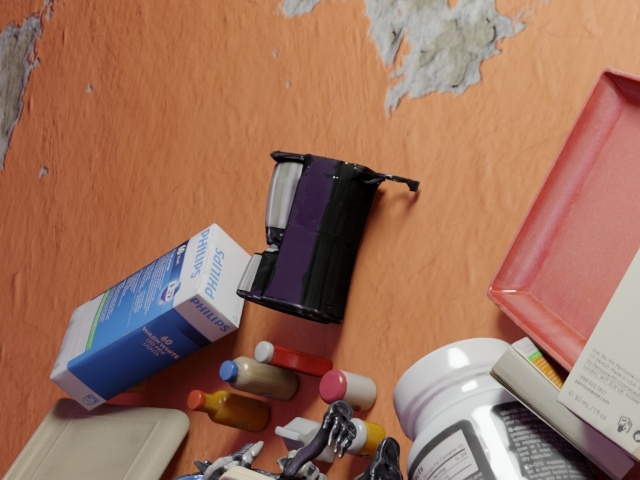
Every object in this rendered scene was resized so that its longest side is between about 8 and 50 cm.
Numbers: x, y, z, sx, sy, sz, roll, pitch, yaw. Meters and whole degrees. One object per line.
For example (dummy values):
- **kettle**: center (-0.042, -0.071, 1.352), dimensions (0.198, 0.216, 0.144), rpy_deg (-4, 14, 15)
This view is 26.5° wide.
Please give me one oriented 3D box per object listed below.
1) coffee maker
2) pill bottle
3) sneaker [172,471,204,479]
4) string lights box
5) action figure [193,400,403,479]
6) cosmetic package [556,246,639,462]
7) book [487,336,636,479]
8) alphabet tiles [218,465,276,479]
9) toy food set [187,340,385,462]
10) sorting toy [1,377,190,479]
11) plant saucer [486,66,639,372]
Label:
- **coffee maker**: center (0.000, 0.000, 1.533), dimensions (0.171, 0.120, 0.178), rpy_deg (6, 80, 48)
- **pill bottle**: center (0.171, 0.235, 1.224), dimensions (0.162, 0.162, 0.278), rpy_deg (-45, 46, 26)
- **sneaker**: center (-0.174, 0.370, 1.621), dimensions (0.087, 0.083, 0.221), rpy_deg (37, 106, 32)
- **string lights box**: center (-0.212, 0.097, 1.701), dimensions (0.260, 0.077, 0.133), rpy_deg (-29, 30, 28)
- **action figure**: center (-0.049, 0.276, 1.430), dimensions (0.276, 0.164, 0.141), rpy_deg (-39, 5, 36)
- **cosmetic package**: center (0.345, 0.039, 1.116), dimensions (0.113, 0.160, 0.309), rpy_deg (38, 104, 47)
- **book**: center (0.224, 0.145, 1.204), dimensions (0.144, 0.096, 0.035), rpy_deg (42, 107, 13)
- **alphabet tiles**: center (-0.042, 0.364, 1.370), dimensions (0.278, 0.021, 0.284), rpy_deg (17, 121, 24)
- **toy food set**: center (-0.037, 0.177, 1.514), dimensions (0.232, 0.104, 0.111), rpy_deg (10, 82, 49)
- **sorting toy**: center (-0.278, 0.278, 1.687), dimensions (0.196, 0.047, 0.347), rpy_deg (5, 42, 25)
- **plant saucer**: center (0.266, -0.021, 1.247), dimensions (0.259, 0.048, 0.258), rpy_deg (-64, 16, 8)
